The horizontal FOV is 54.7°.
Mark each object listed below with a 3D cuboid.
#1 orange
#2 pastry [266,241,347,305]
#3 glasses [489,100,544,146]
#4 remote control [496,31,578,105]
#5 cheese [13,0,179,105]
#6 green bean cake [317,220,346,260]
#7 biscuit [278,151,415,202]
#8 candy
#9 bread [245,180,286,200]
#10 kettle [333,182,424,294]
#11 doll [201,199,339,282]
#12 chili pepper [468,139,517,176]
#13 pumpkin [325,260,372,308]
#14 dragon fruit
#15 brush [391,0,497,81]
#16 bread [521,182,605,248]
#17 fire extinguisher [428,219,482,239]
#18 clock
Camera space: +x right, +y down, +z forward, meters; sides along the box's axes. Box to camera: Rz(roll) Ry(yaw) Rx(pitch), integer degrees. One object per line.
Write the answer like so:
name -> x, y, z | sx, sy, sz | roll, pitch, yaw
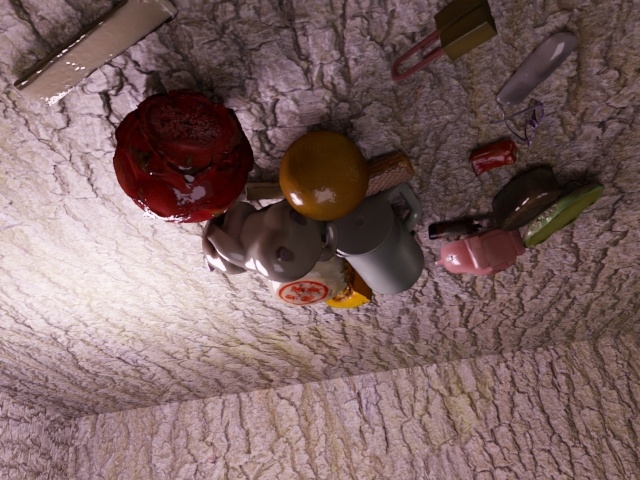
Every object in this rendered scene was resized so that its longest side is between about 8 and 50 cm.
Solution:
orange -> 0.009, -0.156, 1.502 | 0.236, 0.236, 0.236 | -5, 152, -3
pastry -> -0.043, 0.103, 1.886 | 0.265, 0.133, 0.265 | -7, 147, -5
glasses -> 0.481, -0.290, 1.525 | 0.104, 0.062, 0.140 | -3, 151, -5
remote control -> 0.486, -0.375, 1.383 | 0.073, 0.044, 0.229 | 3, 150, -23
cheese -> -0.443, -0.370, 1.198 | 0.400, 0.034, 0.085 | -23, 143, 27
green bean cake -> 0.000, 0.000, 1.938 | 0.183, 0.094, 0.185 | -3, 147, -5
biscuit -> 0.069, -0.141, 1.691 | 0.379, 0.054, 0.094 | -21, 154, 16
candy -> 0.603, -0.123, 1.823 | 0.102, 0.104, 0.234 | -2, 153, -19
bread -> -0.132, -0.138, 1.706 | 0.154, 0.028, 0.068 | -3, 152, -9
kettle -> 0.192, -0.001, 1.811 | 0.265, 0.205, 0.318 | -26, 147, 13
doll -> -0.161, 0.000, 1.644 | 0.370, 0.215, 0.226 | 5, 171, 25
chili pepper -> 0.461, -0.221, 1.644 | 0.123, 0.073, 0.070 | -17, -167, 23
pumpkin -> 0.094, 0.131, 2.146 | 0.190, 0.139, 0.280 | 1, 154, -6
dragon fruit -> -0.297, -0.177, 1.336 | 0.296, 0.295, 0.302 | 7, 168, -25
brush -> 0.231, -0.394, 1.233 | 0.233, 0.103, 0.047 | -27, 144, 35
bread -> 0.745, -0.080, 1.905 | 0.301, 0.045, 0.301 | -28, 159, -12
fire extinguisher -> 0.440, -0.036, 2.005 | 0.177, 0.050, 0.062 | -8, 163, 3
clock -> 0.508, 0.046, 2.021 | 0.227, 0.142, 0.241 | -16, 177, -29
